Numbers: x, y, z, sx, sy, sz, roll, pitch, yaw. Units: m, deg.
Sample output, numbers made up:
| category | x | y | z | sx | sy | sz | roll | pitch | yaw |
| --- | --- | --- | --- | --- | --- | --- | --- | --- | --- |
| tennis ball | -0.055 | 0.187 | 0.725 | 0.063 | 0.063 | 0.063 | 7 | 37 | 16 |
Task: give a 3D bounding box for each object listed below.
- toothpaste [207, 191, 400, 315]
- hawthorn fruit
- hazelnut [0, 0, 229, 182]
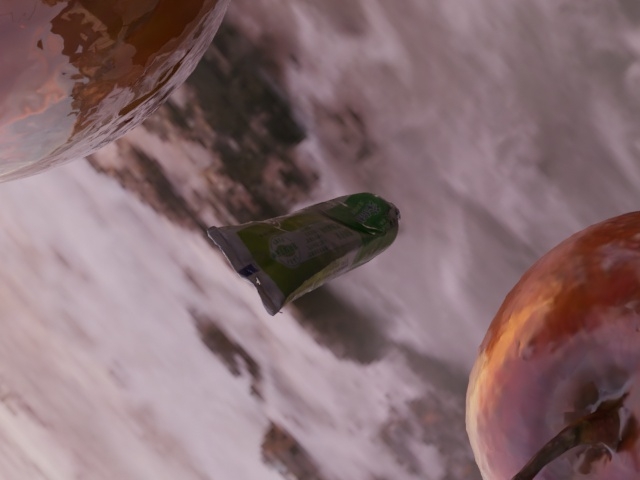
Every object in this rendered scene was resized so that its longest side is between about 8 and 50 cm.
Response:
| category | x | y | z | sx | sy | sz | roll | pitch | yaw |
| --- | --- | --- | --- | --- | --- | --- | --- | --- | --- |
| toothpaste | 0.000 | 0.000 | 1.126 | 0.078 | 0.047 | 0.248 | 52 | -153 | 8 |
| hawthorn fruit | 0.205 | 0.090 | 0.848 | 0.231 | 0.235 | 0.263 | 22 | 167 | -3 |
| hazelnut | -0.190 | -0.223 | 0.775 | 0.359 | 0.359 | 0.409 | 84 | 176 | -62 |
